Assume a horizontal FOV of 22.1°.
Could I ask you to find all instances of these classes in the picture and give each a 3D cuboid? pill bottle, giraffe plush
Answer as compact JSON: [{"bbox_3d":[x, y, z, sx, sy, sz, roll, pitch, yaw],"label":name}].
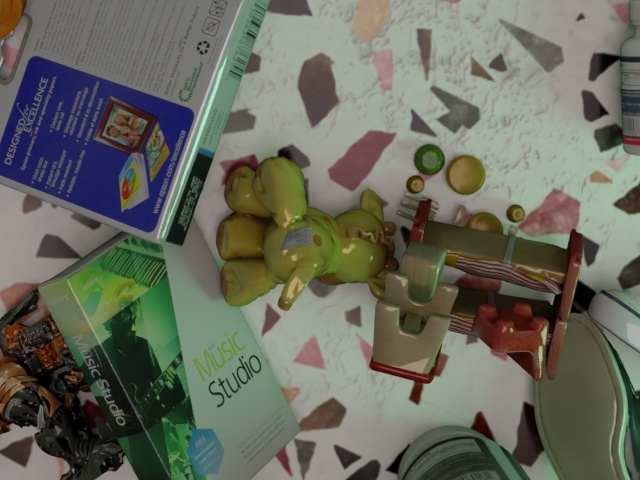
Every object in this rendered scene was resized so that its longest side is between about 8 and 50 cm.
[{"bbox_3d":[0.174,0.318,1.891,0.161,0.283,0.161,-1,99,-5],"label":"pill bottle"},{"bbox_3d":[0.000,0.000,1.901,0.170,0.210,0.181,5,96,-35],"label":"giraffe plush"},{"bbox_3d":[0.405,-0.193,1.921,0.108,0.108,0.180,-4,99,-4],"label":"pill bottle"}]

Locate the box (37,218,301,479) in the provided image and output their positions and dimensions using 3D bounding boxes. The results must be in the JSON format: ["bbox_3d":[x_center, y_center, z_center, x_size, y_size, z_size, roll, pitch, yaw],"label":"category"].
[{"bbox_3d":[-0.164,0.140,1.871,0.058,0.232,0.322,-20,102,37],"label":"box"}]

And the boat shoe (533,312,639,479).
[{"bbox_3d":[0.356,0.253,1.980,0.127,0.113,0.340,-28,72,35],"label":"boat shoe"}]

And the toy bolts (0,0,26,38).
[{"bbox_3d":[-0.431,-0.348,1.829,0.228,0.158,0.218,-3,131,-12],"label":"toy bolts"}]

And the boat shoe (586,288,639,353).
[{"bbox_3d":[0.501,0.114,1.964,0.367,0.136,0.156,28,96,-11],"label":"boat shoe"}]

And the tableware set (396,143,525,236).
[{"bbox_3d":[0.173,-0.049,1.968,0.154,0.024,0.104,22,93,-7],"label":"tableware set"}]

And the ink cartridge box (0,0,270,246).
[{"bbox_3d":[-0.242,-0.181,1.850,0.307,0.072,0.304,21,93,27],"label":"ink cartridge box"}]

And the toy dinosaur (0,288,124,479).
[{"bbox_3d":[-0.314,0.186,1.924,0.218,0.164,0.322,43,113,5],"label":"toy dinosaur"}]

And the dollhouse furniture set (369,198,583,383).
[{"bbox_3d":[0.170,0.093,1.790,0.201,0.374,0.152,13,111,6],"label":"dollhouse furniture set"}]
